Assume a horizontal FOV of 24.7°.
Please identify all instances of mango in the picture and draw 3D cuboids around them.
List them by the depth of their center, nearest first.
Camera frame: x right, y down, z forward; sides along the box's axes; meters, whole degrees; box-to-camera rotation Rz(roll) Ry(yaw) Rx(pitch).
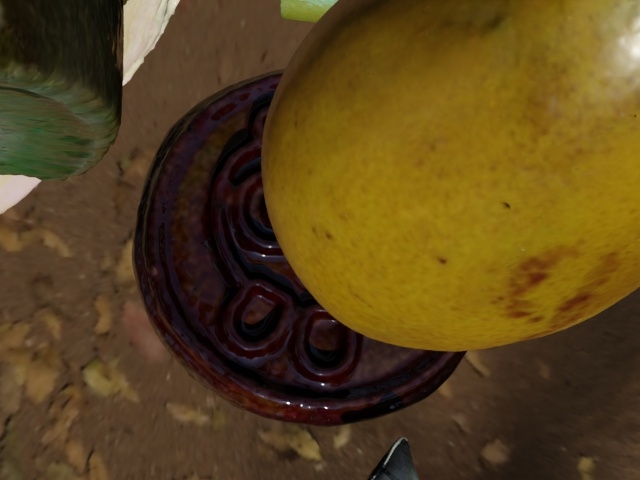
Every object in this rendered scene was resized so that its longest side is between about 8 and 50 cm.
[{"bbox_3d":[0.117,-0.071,0.800,0.263,0.378,0.221,-5,72,-25],"label":"mango"}]

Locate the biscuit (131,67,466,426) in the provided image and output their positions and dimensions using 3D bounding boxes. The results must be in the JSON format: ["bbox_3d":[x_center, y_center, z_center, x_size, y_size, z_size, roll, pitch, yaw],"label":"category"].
[{"bbox_3d":[0.000,0.000,1.585,0.407,0.091,0.408,3,77,-12],"label":"biscuit"}]

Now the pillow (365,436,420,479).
[{"bbox_3d":[0.084,0.275,1.506,0.091,0.055,0.136,-32,128,-8],"label":"pillow"}]

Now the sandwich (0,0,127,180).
[{"bbox_3d":[-0.146,-0.082,0.459,0.212,0.292,0.109,-3,85,-26],"label":"sandwich"}]

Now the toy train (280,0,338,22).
[{"bbox_3d":[0.082,-0.306,1.616,0.307,0.126,0.190,8,107,4],"label":"toy train"}]

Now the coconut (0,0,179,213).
[{"bbox_3d":[-0.306,-0.175,0.880,0.404,0.404,0.405,0,90,-5],"label":"coconut"}]
